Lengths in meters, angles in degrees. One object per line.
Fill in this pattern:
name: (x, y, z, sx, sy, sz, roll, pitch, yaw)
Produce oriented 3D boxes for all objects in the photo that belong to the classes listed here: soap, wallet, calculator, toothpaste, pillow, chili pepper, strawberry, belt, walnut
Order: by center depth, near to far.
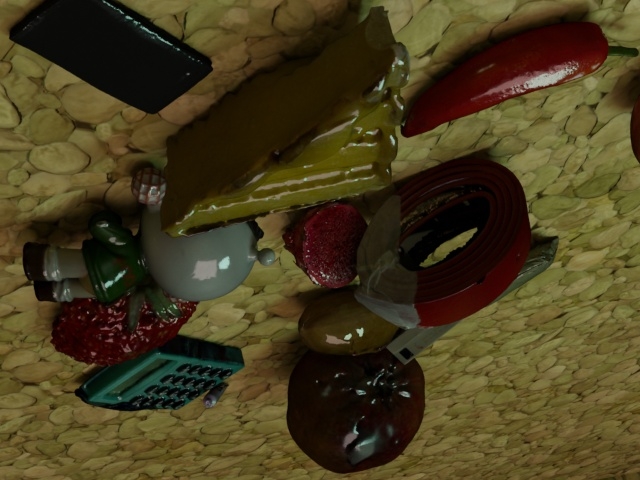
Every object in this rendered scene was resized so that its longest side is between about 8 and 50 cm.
wallet: (-0.253, -0.231, 1.288, 0.124, 0.025, 0.244, -31, 149, 24)
soap: (-0.069, -0.154, 1.373, 0.338, 0.169, 0.304, -14, 151, -9)
chili pepper: (0.277, -0.243, 1.504, 0.368, 0.092, 0.137, -16, 171, 12)
belt: (0.201, 0.013, 1.716, 0.324, 0.227, 0.115, -39, 149, -5)
strawberry: (-0.341, 0.162, 1.810, 0.233, 0.138, 0.306, -1, 146, -29)
walnut: (0.062, 0.163, 2.029, 0.245, 0.137, 0.137, 0, 147, -29)
pillow: (0.388, 0.067, 2.075, 0.208, 0.053, 0.119, -37, 176, 25)
calculator: (-0.316, 0.278, 2.100, 0.248, 0.058, 0.274, -34, 148, 29)
toothpaste: (-0.225, 0.327, 2.198, 0.045, 0.028, 0.170, -20, -179, 3)

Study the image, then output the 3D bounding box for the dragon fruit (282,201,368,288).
dragon fruit: (0.000, 0.000, 1.758, 0.153, 0.153, 0.111, 12, -178, -41)

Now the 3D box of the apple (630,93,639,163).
apple: (0.595, -0.186, 1.633, 0.209, 0.209, 0.164, -15, 146, -3)

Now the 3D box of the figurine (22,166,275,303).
figurine: (-0.257, 0.018, 1.581, 0.370, 0.167, 0.281, -9, 137, -2)

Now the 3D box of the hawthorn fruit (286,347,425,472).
hawthorn fruit: (0.059, 0.341, 2.180, 0.308, 0.308, 0.325, 15, 149, -43)

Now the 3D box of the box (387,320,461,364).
box: (0.229, 0.146, 2.079, 0.201, 0.058, 0.141, -43, -174, 41)
